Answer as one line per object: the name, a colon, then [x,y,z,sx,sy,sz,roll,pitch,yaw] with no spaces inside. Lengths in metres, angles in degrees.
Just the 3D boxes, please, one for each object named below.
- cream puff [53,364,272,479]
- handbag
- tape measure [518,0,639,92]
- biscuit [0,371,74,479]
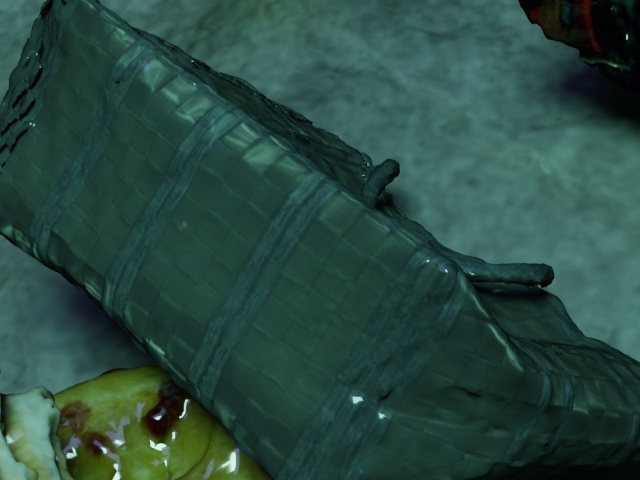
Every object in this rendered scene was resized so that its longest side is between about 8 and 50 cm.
cream puff: [-0.050,0.111,0.498,0.149,0.084,0.149,-3,52,4]
handbag: [0.000,0.000,0.529,0.270,0.175,0.088,37,108,30]
tape measure: [0.212,-0.119,0.582,0.223,0.135,0.202,20,51,21]
biscuit: [-0.163,0.136,0.445,0.252,0.070,0.106,-40,50,19]
